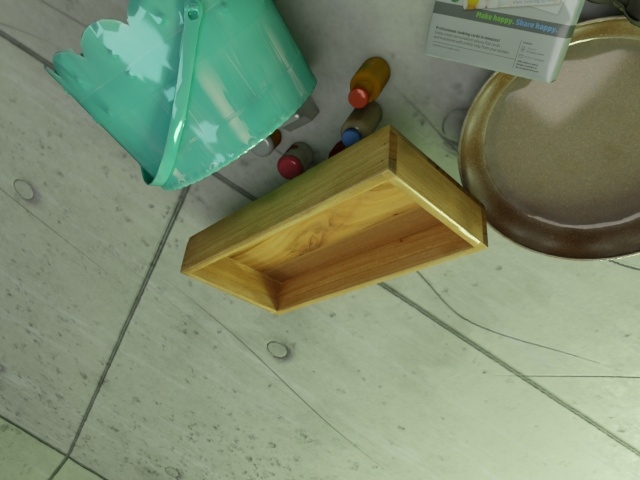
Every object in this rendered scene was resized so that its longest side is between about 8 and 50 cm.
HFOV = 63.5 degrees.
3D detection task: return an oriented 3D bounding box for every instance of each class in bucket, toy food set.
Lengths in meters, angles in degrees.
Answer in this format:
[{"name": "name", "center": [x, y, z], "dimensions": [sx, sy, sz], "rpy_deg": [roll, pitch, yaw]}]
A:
[{"name": "bucket", "center": [-0.153, -0.201, 0.618], "dimensions": [0.281, 0.281, 0.183], "rpy_deg": [-20, 119, 31]}, {"name": "toy food set", "center": [-0.005, -0.142, 0.699], "dimensions": [0.233, 0.104, 0.111], "rpy_deg": [-18, 115, 31]}]

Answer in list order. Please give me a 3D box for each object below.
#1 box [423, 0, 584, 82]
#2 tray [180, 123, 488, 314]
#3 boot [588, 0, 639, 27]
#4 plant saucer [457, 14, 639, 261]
[{"name": "box", "center": [0.199, -0.272, 0.532], "dimensions": [0.145, 0.038, 0.186], "rpy_deg": [24, 121, 24]}, {"name": "tray", "center": [0.000, 0.000, 0.744], "dimensions": [0.203, 0.076, 0.411], "rpy_deg": [30, 143, -35]}, {"name": "boot", "center": [0.386, -0.241, 0.431], "dimensions": [0.263, 0.091, 0.228], "rpy_deg": [-32, 66, 29]}, {"name": "plant saucer", "center": [0.329, -0.112, 0.627], "dimensions": [0.311, 0.050, 0.310], "rpy_deg": [11, 126, 15]}]
